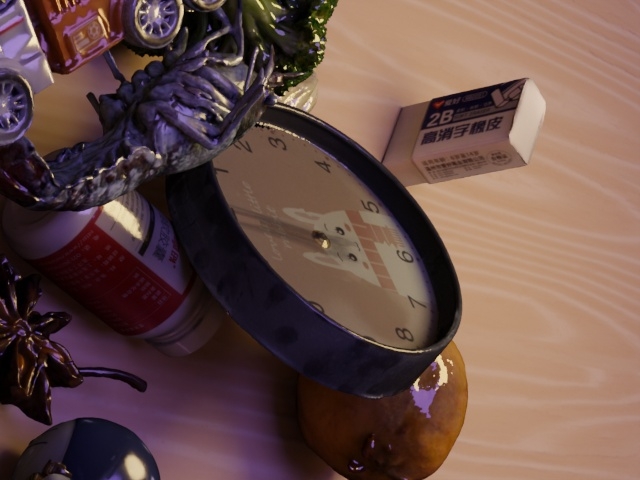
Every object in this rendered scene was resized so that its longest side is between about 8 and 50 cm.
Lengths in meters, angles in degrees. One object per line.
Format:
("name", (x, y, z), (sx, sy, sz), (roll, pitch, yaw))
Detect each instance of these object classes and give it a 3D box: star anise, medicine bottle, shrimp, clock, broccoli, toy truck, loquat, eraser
("star anise", (-0.286, 0.121, 1.655), (0.234, 0.073, 0.177), (44, 36, -13))
("medicine bottle", (-0.213, 0.017, 1.746), (0.250, 0.131, 0.131), (43, 49, -38))
("shrimp", (-0.169, -0.131, 1.642), (0.410, 0.221, 0.166), (-42, 128, -38))
("clock", (0.000, 0.000, 1.850), (0.386, 0.076, 0.386), (32, 31, -22))
("broccoli", (-0.115, -0.315, 1.837), (0.283, 0.321, 0.304), (72, 20, -84))
("toy truck", (-0.262, -0.257, 1.523), (0.387, 0.173, 0.207), (-39, 128, -33))
("loquat", (0.076, 0.186, 2.014), (0.193, 0.238, 0.238), (36, 53, -34))
("clock", (-0.250, 0.275, 1.591), (0.146, 0.199, 0.243), (35, 31, -3))
("eraser", (0.198, -0.148, 2.275), (0.068, 0.210, 0.124), (50, 45, -35))

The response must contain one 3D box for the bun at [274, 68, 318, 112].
("bun", (-0.067, -0.202, 2.018), (0.188, 0.111, 0.164), (-28, 101, -49))
